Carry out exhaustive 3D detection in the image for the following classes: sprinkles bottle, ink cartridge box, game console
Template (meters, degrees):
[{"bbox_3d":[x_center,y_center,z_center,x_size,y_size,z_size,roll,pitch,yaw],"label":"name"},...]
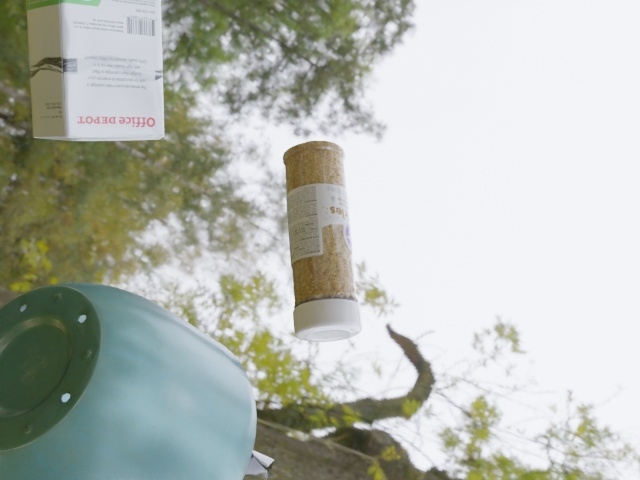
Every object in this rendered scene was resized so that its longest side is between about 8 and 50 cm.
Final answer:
[{"bbox_3d":[0.000,0.000,1.616,0.121,0.121,0.356,-27,-119,46],"label":"sprinkles bottle"},{"bbox_3d":[-0.394,-0.320,1.567,0.121,0.211,0.289,6,-82,42],"label":"ink cartridge box"},{"bbox_3d":[-0.269,0.455,1.638,0.361,0.213,0.044,-17,-113,6],"label":"game console"}]

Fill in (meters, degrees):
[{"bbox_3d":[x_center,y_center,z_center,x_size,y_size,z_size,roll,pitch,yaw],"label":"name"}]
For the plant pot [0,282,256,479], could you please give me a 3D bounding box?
[{"bbox_3d":[-0.252,0.181,0.976,0.292,0.235,0.293,-13,-127,18],"label":"plant pot"}]
